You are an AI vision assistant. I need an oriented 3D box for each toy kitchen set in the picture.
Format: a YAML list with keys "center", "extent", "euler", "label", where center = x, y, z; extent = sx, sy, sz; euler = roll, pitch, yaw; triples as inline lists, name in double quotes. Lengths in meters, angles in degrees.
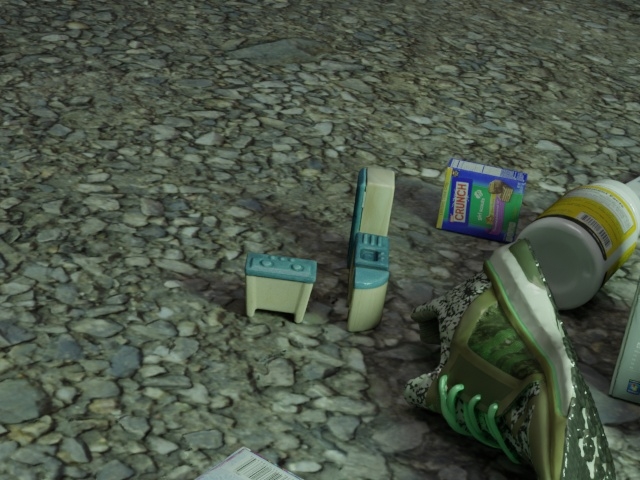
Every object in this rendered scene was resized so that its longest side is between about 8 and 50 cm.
- center: [0.000, 0.000, 1.631]
  extent: [0.166, 0.122, 0.207]
  euler: [8, 26, -1]
  label: "toy kitchen set"

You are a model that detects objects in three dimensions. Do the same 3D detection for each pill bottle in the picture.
- center: [0.333, -0.002, 1.736]
  extent: [0.119, 0.119, 0.208]
  euler: [21, 28, 24]
  label: "pill bottle"

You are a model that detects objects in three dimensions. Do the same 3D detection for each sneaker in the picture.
- center: [0.181, 0.164, 1.398]
  extent: [0.182, 0.158, 0.410]
  euler: [-22, 27, 9]
  label: "sneaker"

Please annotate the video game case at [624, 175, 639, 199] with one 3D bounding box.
- center: [0.643, -0.055, 2.029]
  extent: [0.300, 0.036, 0.329]
  euler: [26, 31, 31]
  label: "video game case"

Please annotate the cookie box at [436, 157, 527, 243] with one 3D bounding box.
- center: [0.216, -0.053, 1.837]
  extent: [0.107, 0.092, 0.040]
  euler: [12, 23, 9]
  label: "cookie box"

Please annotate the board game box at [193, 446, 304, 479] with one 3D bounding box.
- center: [-0.039, 0.313, 1.052]
  extent: [0.318, 0.066, 0.318]
  euler: [25, 30, 29]
  label: "board game box"

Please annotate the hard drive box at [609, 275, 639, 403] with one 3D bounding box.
- center: [0.401, 0.047, 1.530]
  extent: [0.089, 0.232, 0.181]
  euler: [14, 27, 13]
  label: "hard drive box"
